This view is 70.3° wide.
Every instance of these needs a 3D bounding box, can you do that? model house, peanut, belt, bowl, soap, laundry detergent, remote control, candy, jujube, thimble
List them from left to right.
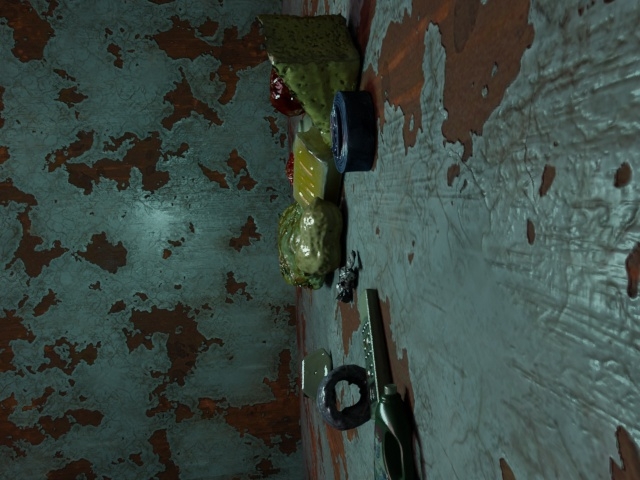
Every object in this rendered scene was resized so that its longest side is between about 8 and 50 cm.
[{"bbox_3d":[-0.105,-0.602,1.795,0.213,0.213,0.232,95,173,-46],"label":"jujube"},{"bbox_3d":[-0.017,-0.351,1.541,0.211,0.112,0.211,179,90,-83],"label":"bowl"},{"bbox_3d":[-0.013,-0.202,1.443,0.173,0.089,0.274,49,153,29],"label":"soap"},{"bbox_3d":[-0.014,0.561,1.838,0.188,0.122,0.229,94,175,-69],"label":"model house"},{"bbox_3d":[0.006,0.007,1.427,0.159,0.143,0.291,36,135,27],"label":"peanut"},{"bbox_3d":[0.071,0.106,1.285,0.226,0.051,0.094,101,167,-60],"label":"candy"},{"bbox_3d":[0.065,0.375,1.090,0.098,0.150,0.150,114,153,-62],"label":"thimble"},{"bbox_3d":[0.069,-0.252,1.044,0.141,0.082,0.190,-161,67,-76],"label":"belt"},{"bbox_3d":[0.119,0.255,1.036,0.123,0.038,0.285,103,162,-65],"label":"remote control"},{"bbox_3d":[0.140,0.382,0.857,0.137,0.063,0.210,-175,84,-80],"label":"laundry detergent"}]

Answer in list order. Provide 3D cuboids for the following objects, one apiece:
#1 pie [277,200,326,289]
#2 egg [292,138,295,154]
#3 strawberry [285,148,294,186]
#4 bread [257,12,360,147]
[{"bbox_3d":[-0.059,-0.009,1.744,0.418,0.180,0.395,122,146,-65],"label":"pie"},{"bbox_3d":[-0.051,-0.352,1.757,0.114,0.114,0.152,96,169,-50],"label":"egg"},{"bbox_3d":[-0.077,-0.297,1.909,0.306,0.138,0.233,-108,19,-68],"label":"strawberry"},{"bbox_3d":[-0.045,-0.413,1.193,0.315,0.279,0.248,113,148,-46],"label":"bread"}]
